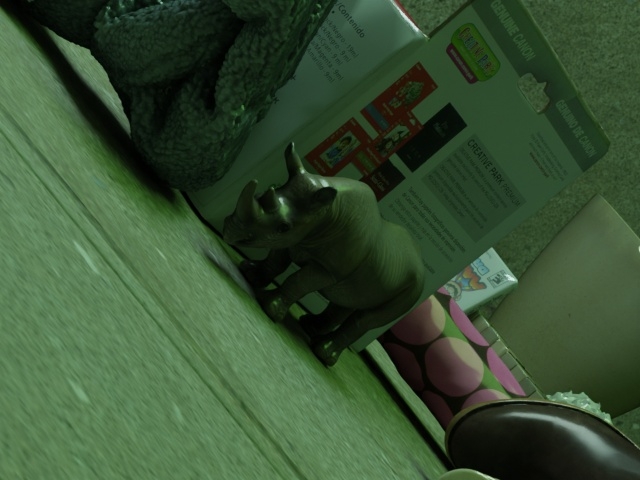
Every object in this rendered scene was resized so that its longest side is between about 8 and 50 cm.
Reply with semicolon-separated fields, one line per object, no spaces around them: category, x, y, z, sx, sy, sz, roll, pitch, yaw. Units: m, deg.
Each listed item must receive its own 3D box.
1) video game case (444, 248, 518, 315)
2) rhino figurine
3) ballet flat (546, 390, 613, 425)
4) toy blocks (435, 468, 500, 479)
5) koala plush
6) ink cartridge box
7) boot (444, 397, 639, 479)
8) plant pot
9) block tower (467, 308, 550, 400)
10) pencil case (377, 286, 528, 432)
video game case;0.094;0.021;1.982;0.157;0.143;0.019;55;-16;30
rhino figurine;-0.001;0.005;1.366;0.073;0.106;0.243;54;5;31
ballet flat;0.278;0.284;2.017;0.147;0.147;0.409;49;2;-32
toy blocks;0.129;0.213;1.356;0.123;0.054;0.148;52;4;16
koala plush;-0.120;-0.163;1.309;0.221;0.203;0.196;31;17;2
ink cartridge box;0.048;-0.086;1.525;0.130;0.272;0.309;55;5;30
boot;0.211;0.192;1.411;0.248;0.090;0.207;21;8;-3
plant pot;0.311;0.127;2.436;0.256;0.274;0.256;50;5;-6
block tower;0.122;0.091;2.015;0.335;0.097;0.091;52;4;31
pencil case;0.101;0.110;1.692;0.095;0.098;0.209;-17;68;-51
